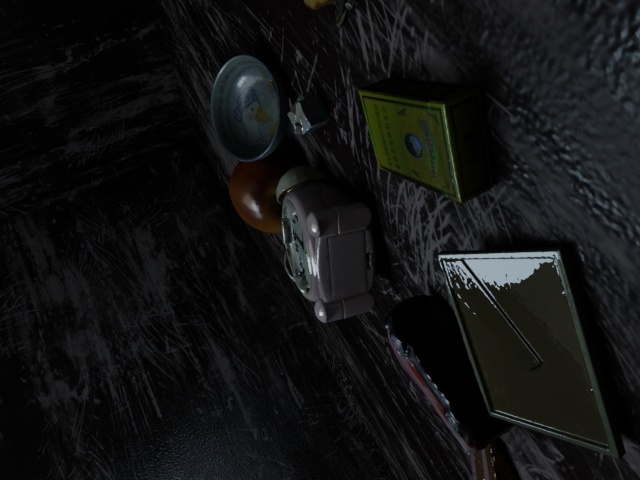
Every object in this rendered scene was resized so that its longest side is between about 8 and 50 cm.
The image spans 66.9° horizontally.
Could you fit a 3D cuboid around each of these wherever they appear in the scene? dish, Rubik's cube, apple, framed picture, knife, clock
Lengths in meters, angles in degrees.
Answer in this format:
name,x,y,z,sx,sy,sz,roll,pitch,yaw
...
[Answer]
name,x,y,z,sx,sy,sz,roll,pitch,yaw
dish,-0.162,-0.356,1.314,0.273,0.133,0.273,12,109,39
Rubik's cube,-0.029,-0.277,1.073,0.073,0.075,0.084,-28,75,60
apple,-0.139,-0.142,1.418,0.253,0.253,0.253,57,165,24
framed picture,0.284,0.147,0.685,0.211,0.020,0.290,-6,108,59
knife,0.043,-0.378,0.740,0.046,0.021,0.222,62,166,-7
clock,0.000,0.000,1.222,0.326,0.184,0.342,-139,44,-57

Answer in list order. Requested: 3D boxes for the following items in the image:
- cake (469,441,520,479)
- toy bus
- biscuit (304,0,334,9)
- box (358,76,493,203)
name,x,y,z,sx,sy,sz,roll,pitch,yaw
cake,0.384,0.554,1.071,0.295,0.112,0.116,70,164,-3
toy bus,0.246,0.256,0.947,0.303,0.127,0.147,53,166,35
biscuit,-0.028,-0.495,0.755,0.203,0.041,0.260,54,163,43
box,0.146,-0.152,0.699,0.220,0.064,0.141,38,151,57
